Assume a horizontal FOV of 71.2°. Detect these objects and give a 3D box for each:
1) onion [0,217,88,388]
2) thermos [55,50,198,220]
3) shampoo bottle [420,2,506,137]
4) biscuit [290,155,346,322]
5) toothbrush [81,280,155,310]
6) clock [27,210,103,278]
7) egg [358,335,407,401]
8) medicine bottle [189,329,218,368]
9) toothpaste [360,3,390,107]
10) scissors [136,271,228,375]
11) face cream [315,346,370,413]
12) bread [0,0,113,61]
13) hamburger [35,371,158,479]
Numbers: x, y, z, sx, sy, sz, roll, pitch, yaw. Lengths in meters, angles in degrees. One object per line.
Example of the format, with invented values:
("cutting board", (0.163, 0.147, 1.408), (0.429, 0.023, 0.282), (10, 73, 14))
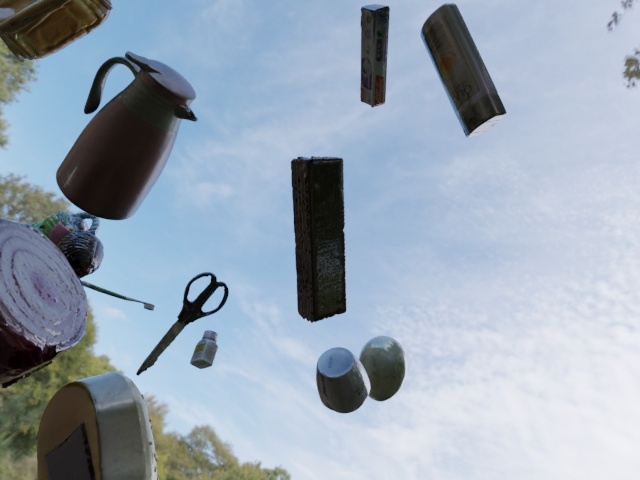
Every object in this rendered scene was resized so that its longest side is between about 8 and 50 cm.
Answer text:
("onion", (-0.596, 0.119, 0.775), (0.337, 0.260, 0.282), (-128, -164, -74))
("thermos", (-0.325, -0.183, 0.752), (0.176, 0.146, 0.265), (43, -65, -3))
("shampoo bottle", (0.253, -0.305, 0.806), (0.228, 0.055, 0.086), (70, -24, 9))
("biscuit", (0.000, 0.000, 1.043), (0.073, 0.107, 0.389), (14, -70, 52))
("toothbrush", (-0.659, 0.183, 1.465), (0.018, 0.024, 0.257), (-31, -44, 29))
("clock", (-0.594, 0.016, 1.031), (0.195, 0.194, 0.100), (-12, -35, 10))
("egg", (0.187, 0.392, 1.360), (0.151, 0.151, 0.210), (12, -73, 32))
("medicine bottle", (-0.388, 0.369, 1.518), (0.074, 0.118, 0.055), (-25, -52, 38))
("toothpaste", (0.112, -0.383, 0.937), (0.047, 0.040, 0.197), (43, -34, 43))
("scissors", (-0.348, 0.210, 1.099), (0.109, 0.300, 0.022), (45, -12, -27))
("face cream", (0.036, 0.236, 0.758), (0.091, 0.091, 0.095), (10, -48, 34))
("bread", (-0.582, -0.500, 0.978), (0.136, 0.241, 0.107), (62, 1, 27))
("hamburger", (-0.388, 0.388, 0.802), (0.227, 0.151, 0.296), (-29, -119, 25))
